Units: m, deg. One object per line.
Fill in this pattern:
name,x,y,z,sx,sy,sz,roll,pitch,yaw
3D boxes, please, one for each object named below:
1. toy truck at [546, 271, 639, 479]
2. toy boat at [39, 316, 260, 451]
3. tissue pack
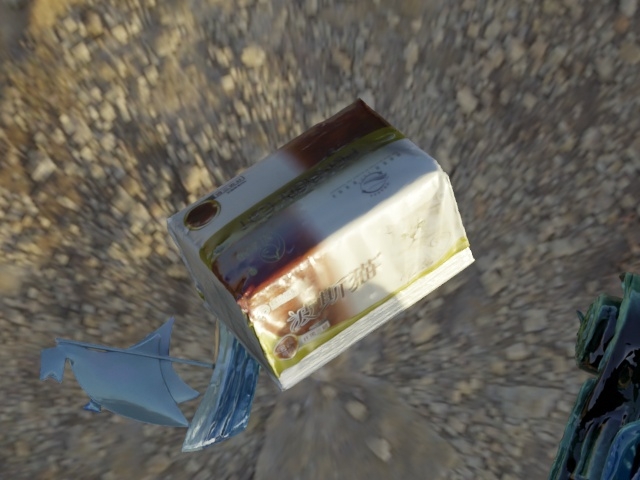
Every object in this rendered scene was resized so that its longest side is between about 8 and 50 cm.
toy truck,0.117,0.092,0.643,0.080,0.078,0.154,20,84,1
toy boat,-0.109,0.097,1.180,0.149,0.034,0.105,-4,51,-15
tissue pack,-0.001,-0.001,1.092,0.148,0.099,0.106,-34,45,-12
